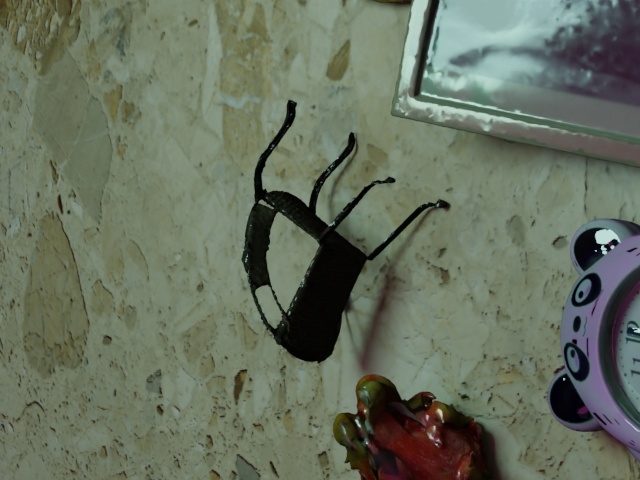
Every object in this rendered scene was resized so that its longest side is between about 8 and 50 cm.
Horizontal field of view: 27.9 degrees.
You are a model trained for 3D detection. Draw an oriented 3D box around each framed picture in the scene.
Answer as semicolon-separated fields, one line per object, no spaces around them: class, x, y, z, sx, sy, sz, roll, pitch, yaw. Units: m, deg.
framed picture;0.285;-0.218;1.061;0.446;0.028;0.326;14;100;28

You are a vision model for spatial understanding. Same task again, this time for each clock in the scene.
clock;0.309;0.087;1.053;0.248;0.090;0.227;11;94;42

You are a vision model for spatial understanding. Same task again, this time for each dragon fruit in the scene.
dragon fruit;0.084;0.203;1.208;0.133;0.207;0.150;-15;34;26

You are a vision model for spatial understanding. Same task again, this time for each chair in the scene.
chair;0.000;0.000;1.275;0.149;0.174;0.213;34;98;32

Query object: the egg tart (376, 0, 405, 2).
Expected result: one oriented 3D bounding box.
egg tart;0.067;-0.401;1.266;0.341;0.129;0.341;-5;82;40
